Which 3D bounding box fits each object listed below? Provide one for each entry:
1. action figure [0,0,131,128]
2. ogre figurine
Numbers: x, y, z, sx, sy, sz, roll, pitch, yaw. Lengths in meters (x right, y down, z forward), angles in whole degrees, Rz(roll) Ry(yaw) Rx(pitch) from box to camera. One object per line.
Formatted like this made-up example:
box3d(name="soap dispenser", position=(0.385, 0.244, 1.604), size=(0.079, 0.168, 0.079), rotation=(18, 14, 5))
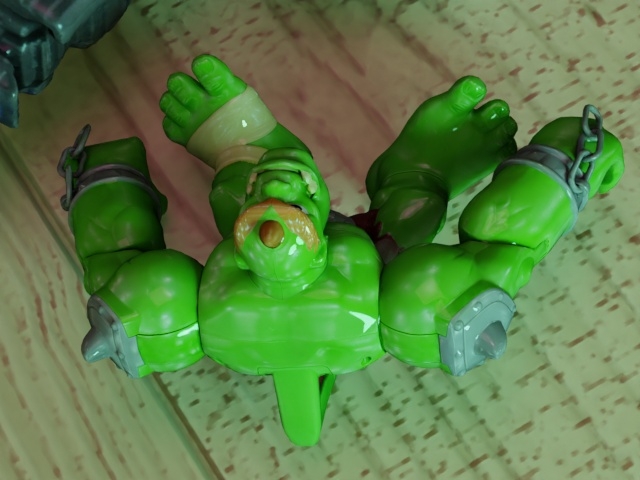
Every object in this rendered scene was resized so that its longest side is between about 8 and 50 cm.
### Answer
box3d(name="action figure", position=(-0.092, -0.195, 0.703), size=(0.330, 0.178, 0.341), rotation=(30, 60, -2))
box3d(name="ogre figurine", position=(0.000, 0.000, 0.649), size=(0.197, 0.097, 0.118), rotation=(13, 41, -2))
